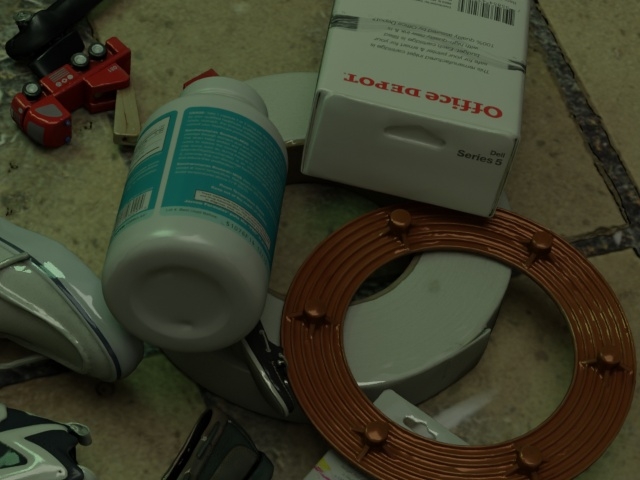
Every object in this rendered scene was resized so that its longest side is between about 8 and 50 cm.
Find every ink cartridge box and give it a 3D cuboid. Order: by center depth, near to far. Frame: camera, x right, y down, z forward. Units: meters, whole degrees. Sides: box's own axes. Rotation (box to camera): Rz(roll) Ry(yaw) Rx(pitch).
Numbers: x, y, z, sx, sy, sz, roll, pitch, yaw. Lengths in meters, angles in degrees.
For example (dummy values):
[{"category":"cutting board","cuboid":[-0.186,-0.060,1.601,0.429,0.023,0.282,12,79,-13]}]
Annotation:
[{"category":"ink cartridge box","cuboid":[0.043,0.233,1.602,0.104,0.061,0.181,35,58,16]},{"category":"ink cartridge box","cuboid":[0.099,-0.168,1.775,0.198,0.114,0.273,13,43,-1]}]

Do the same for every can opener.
[{"category":"can opener","cuboid":[-0.272,-0.248,1.926,0.059,0.073,0.186,-3,38,41]}]

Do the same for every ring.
[{"category":"ring","cuboid":[0.130,0.090,1.649,0.337,0.032,0.336,4,54,-5]}]

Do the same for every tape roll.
[{"category":"tape roll","cuboid":[0.000,0.000,1.761,0.392,0.072,0.392,4,54,-5]}]

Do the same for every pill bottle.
[{"category":"pill bottle","cuboid":[-0.107,-0.035,1.626,0.146,0.146,0.264,9,43,0]}]

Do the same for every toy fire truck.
[{"category":"toy fire truck","cuboid":[-0.210,-0.142,1.853,0.192,0.047,0.135,-36,67,-27]}]

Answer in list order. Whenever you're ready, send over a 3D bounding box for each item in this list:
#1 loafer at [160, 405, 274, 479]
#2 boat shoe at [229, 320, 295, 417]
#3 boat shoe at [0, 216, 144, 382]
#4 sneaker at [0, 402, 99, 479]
[{"category":"loafer","cuboid":[-0.150,0.250,1.536,0.267,0.096,0.084,-44,108,-38]},{"category":"boat shoe","cuboid":[-0.051,0.106,1.608,0.038,0.046,0.125,-25,53,-17]},{"category":"boat shoe","cuboid":[-0.340,0.047,1.646,0.367,0.136,0.156,34,57,20]},{"category":"sneaker","cuboid":[-0.258,0.245,1.536,0.153,0.094,0.235,2,43,5]}]
